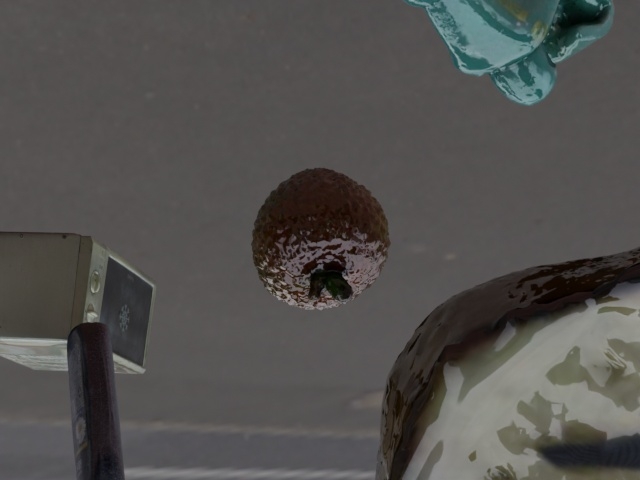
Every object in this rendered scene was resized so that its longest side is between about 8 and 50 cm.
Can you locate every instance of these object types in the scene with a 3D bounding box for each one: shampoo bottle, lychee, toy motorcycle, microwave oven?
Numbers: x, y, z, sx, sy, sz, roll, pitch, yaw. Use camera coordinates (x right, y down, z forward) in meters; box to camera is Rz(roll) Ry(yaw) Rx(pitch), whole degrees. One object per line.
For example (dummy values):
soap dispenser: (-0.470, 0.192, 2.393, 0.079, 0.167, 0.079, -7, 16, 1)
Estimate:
shampoo bottle: (-0.241, 0.204, 1.472, 0.049, 0.234, 0.087, 0, 146, -18)
lychee: (0.000, 0.000, 1.109, 0.114, 0.146, 0.114, -2, 131, -2)
toy motorcycle: (0.100, -0.188, 0.877, 0.109, 0.198, 0.296, -18, 155, 42)
microwave oven: (-0.333, 0.079, 1.721, 0.194, 0.145, 0.240, 4, 167, 13)

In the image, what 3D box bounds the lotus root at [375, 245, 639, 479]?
lotus root: (0.210, 0.142, 0.614, 0.390, 0.111, 0.375, 28, 111, -3)
